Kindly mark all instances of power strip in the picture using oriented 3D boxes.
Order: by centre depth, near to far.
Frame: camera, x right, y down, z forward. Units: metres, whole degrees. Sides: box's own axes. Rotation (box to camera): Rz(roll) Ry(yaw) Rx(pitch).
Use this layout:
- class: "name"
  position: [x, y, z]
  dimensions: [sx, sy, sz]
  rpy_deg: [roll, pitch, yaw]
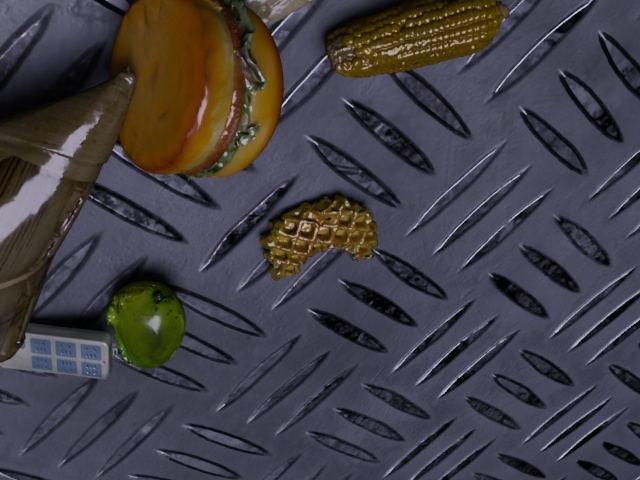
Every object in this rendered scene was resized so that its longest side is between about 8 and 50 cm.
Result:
- class: "power strip"
  position: [-0.419, 0.172, 1.245]
  dimensions: [0.192, 0.035, 0.081]
  rpy_deg: [7, 126, -4]

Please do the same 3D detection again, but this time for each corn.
- class: "corn"
  position: [0.135, -0.283, 1.075]
  dimensions: [0.262, 0.097, 0.097]
  rpy_deg: [-16, 131, -6]

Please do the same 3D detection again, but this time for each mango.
- class: "mango"
  position: [-0.275, 0.135, 1.260]
  dimensions: [0.119, 0.100, 0.178]
  rpy_deg: [25, 132, 12]

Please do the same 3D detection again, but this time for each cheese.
- class: "cheese"
  position: [-0.012, -0.341, 1.008]
  dimensions: [0.194, 0.043, 0.065]
  rpy_deg: [-29, 130, 3]

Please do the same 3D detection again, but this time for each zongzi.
- class: "zongzi"
  position: [-0.526, -0.094, 0.904]
  dimensions: [0.500, 0.218, 0.467]
  rpy_deg: [16, 118, -33]

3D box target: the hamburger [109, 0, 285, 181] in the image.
- class: "hamburger"
  position: [-0.139, -0.191, 0.962]
  dimensions: [0.170, 0.246, 0.246]
  rpy_deg: [0, 130, -44]

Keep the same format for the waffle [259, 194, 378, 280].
- class: "waffle"
  position: [0.001, 0.002, 1.282]
  dimensions: [0.194, 0.051, 0.149]
  rpy_deg: [-21, 130, -3]
